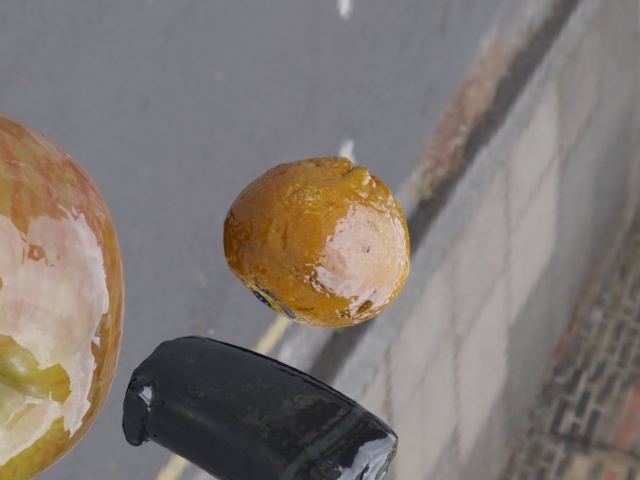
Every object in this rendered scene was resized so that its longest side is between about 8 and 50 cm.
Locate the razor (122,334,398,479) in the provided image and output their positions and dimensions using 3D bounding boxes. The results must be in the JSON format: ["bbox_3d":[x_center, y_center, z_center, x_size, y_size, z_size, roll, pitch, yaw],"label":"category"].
[{"bbox_3d":[-0.036,0.103,0.850,0.090,0.148,0.054,-34,143,-50],"label":"razor"}]

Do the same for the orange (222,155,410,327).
[{"bbox_3d":[0.001,0.001,1.082,0.117,0.135,0.135,-47,154,-14],"label":"orange"}]

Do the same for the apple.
[{"bbox_3d":[-0.358,0.059,1.386,0.391,0.346,0.391,-15,130,-18],"label":"apple"}]
